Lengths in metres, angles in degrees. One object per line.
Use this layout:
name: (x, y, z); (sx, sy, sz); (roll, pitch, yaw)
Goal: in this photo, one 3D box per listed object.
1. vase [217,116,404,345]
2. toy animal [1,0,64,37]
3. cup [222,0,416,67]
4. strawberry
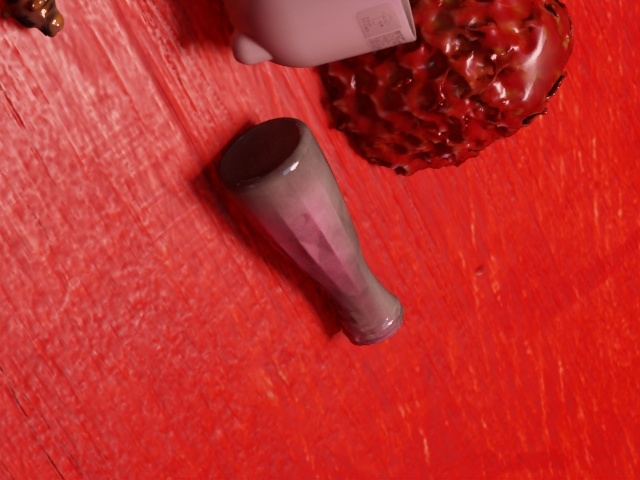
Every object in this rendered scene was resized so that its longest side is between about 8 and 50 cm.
vase: (0.000, 0.000, 1.546); (0.086, 0.086, 0.214); (-49, 127, -21)
toy animal: (-0.156, -0.250, 1.296); (0.114, 0.255, 0.116); (40, 55, -21)
cup: (-0.011, -0.202, 1.436); (0.142, 0.173, 0.134); (-15, 97, 7)
strawberry: (0.137, -0.148, 1.567); (0.234, 0.178, 0.234); (-12, 111, -33)
